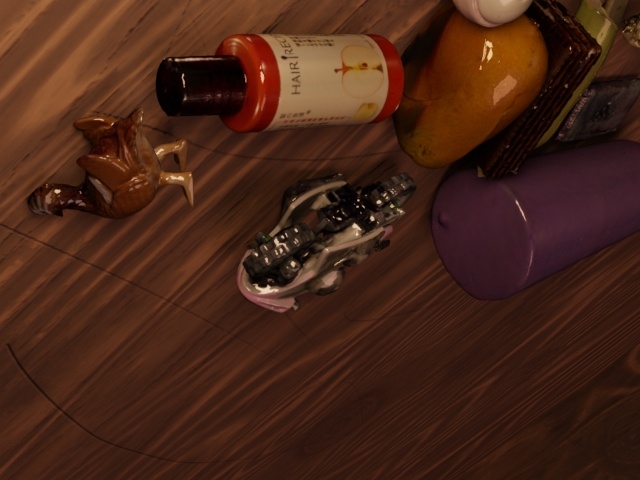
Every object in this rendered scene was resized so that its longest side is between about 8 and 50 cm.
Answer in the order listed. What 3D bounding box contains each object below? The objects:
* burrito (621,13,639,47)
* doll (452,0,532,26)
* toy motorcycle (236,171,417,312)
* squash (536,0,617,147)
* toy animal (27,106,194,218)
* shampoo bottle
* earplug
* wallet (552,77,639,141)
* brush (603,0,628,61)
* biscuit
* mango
[{"bbox_3d":[0.510,-0.318,1.353,0.229,0.063,0.058,-24,114,-44],"label":"burrito"},{"bbox_3d":[0.272,-0.352,1.024,0.365,0.094,0.160,-27,137,-18],"label":"doll"},{"bbox_3d":[0.000,0.000,1.275,0.327,0.143,0.188,-27,164,-44],"label":"toy motorcycle"},{"bbox_3d":[0.342,-0.230,1.308,0.083,0.083,0.250,-7,140,-40],"label":"squash"},{"bbox_3d":[-0.228,-0.079,0.970,0.179,0.089,0.188,-8,151,-13],"label":"toy animal"},{"bbox_3d":[-0.044,-0.170,0.980,0.278,0.104,0.104,-10,144,-36],"label":"shampoo bottle"},{"bbox_3d":[0.418,-0.058,1.533,0.456,0.215,0.215,-16,148,-34],"label":"earplug"},{"bbox_3d":[0.458,-0.220,1.496,0.166,0.030,0.111,-12,141,-36],"label":"wallet"},{"bbox_3d":[0.422,-0.353,1.259,0.085,0.020,0.336,-24,151,-16],"label":"brush"},{"bbox_3d":[0.275,-0.201,1.256,0.070,0.106,0.252,-9,143,-35],"label":"biscuit"},{"bbox_3d":[0.191,-0.190,1.161,0.166,0.136,0.236,3,138,-49],"label":"mango"}]
